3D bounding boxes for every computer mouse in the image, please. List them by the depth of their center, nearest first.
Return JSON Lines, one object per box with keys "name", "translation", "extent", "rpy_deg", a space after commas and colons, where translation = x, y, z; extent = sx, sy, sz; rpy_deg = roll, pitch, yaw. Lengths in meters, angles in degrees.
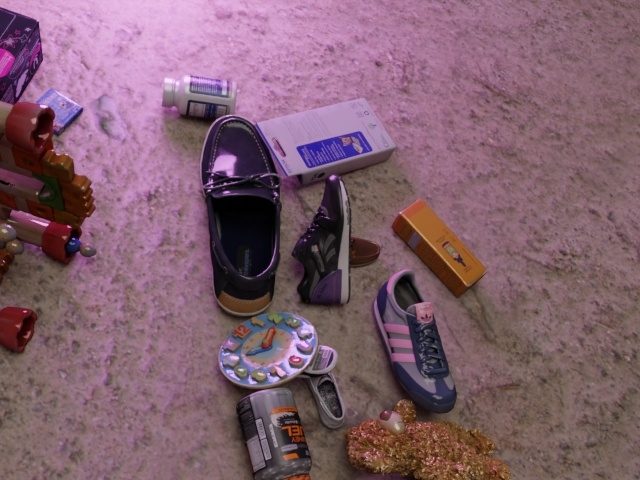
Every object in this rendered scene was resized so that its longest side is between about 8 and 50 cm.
{"name": "computer mouse", "translation": [-0.051, 0.249, 1.668], "extent": [0.193, 0.042, 0.106], "rpy_deg": [2, 48, 26]}

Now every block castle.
{"name": "block castle", "translation": [-0.560, -0.022, 1.487], "extent": [0.213, 0.453, 0.303], "rpy_deg": [17, 57, 3]}

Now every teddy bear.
{"name": "teddy bear", "translation": [0.219, 0.402, 1.611], "extent": [0.338, 0.113, 0.245], "rpy_deg": [21, 27, -4]}

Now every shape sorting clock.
{"name": "shape sorting clock", "translation": [-0.106, 0.216, 1.652], "extent": [0.206, 0.040, 0.206], "rpy_deg": [-12, 35, 8]}

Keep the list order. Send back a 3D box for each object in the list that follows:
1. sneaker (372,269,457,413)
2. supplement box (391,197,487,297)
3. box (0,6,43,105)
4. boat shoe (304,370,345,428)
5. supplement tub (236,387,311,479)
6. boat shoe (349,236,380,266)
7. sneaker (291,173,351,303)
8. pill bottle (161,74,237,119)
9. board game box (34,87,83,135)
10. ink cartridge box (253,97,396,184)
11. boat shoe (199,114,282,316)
{"name": "sneaker", "translation": [0.204, 0.203, 1.716], "extent": [0.112, 0.131, 0.319], "rpy_deg": [-5, 50, -28]}
{"name": "supplement box", "translation": [0.274, 0.018, 1.906], "extent": [0.078, 0.080, 0.233], "rpy_deg": [-34, 73, -28]}
{"name": "box", "translation": [-0.744, -0.383, 1.814], "extent": [0.163, 0.142, 0.247], "rpy_deg": [19, 57, -3]}
{"name": "boat shoe", "translation": [0.004, 0.293, 1.686], "extent": [0.066, 0.063, 0.184], "rpy_deg": [-7, 64, -19]}
{"name": "supplement tub", "translation": [-0.086, 0.389, 1.577], "extent": [0.117, 0.117, 0.190], "rpy_deg": [-9, 65, -20]}
{"name": "boat shoe", "translation": [0.054, 0.019, 1.854], "extent": [0.178, 0.060, 0.064], "rpy_deg": [3, 61, -14]}
{"name": "sneaker", "translation": [0.000, 0.000, 1.762], "extent": [0.124, 0.107, 0.283], "rpy_deg": [-1, 97, -6]}
{"name": "pill bottle", "translation": [-0.287, -0.340, 1.941], "extent": [0.169, 0.094, 0.094], "rpy_deg": [6, 60, -12]}
{"name": "board game box", "translation": [-0.606, -0.294, 1.872], "extent": [0.090, 0.020, 0.090], "rpy_deg": [31, 58, 5]}
{"name": "ink cartridge box", "translation": [0.007, -0.234, 1.960], "extent": [0.332, 0.065, 0.165], "rpy_deg": [-17, 68, -32]}
{"name": "boat shoe", "translation": [-0.168, -0.083, 1.797], "extent": [0.186, 0.156, 0.500], "rpy_deg": [2, 60, -12]}
